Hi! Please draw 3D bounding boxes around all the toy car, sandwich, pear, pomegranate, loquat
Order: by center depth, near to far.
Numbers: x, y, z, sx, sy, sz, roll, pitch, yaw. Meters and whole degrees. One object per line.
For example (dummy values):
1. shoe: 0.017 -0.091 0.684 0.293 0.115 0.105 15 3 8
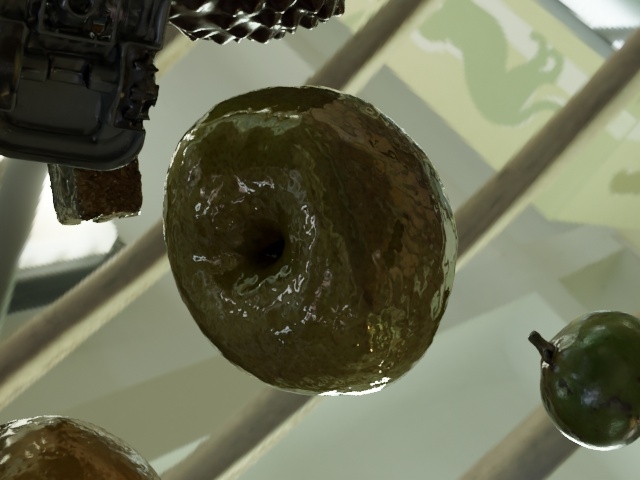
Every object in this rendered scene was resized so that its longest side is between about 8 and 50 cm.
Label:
1. toy car: -0.137 -0.143 0.594 0.097 0.191 0.100 7 -161 -21
2. pear: 0.000 0.000 0.745 0.211 0.188 0.228 -4 -116 -62
3. loquat: -0.271 0.293 0.977 0.275 0.275 0.275 26 -149 -17
4. pomegranate: 0.340 0.167 1.186 0.220 0.156 0.156 29 -151 -30
5. sandwich: -0.333 -0.170 1.463 0.099 0.271 0.301 -9 -90 -25

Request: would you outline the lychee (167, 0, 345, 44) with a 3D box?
1. lychee: -0.081 -0.326 0.913 0.330 0.306 0.306 -3 -157 19
